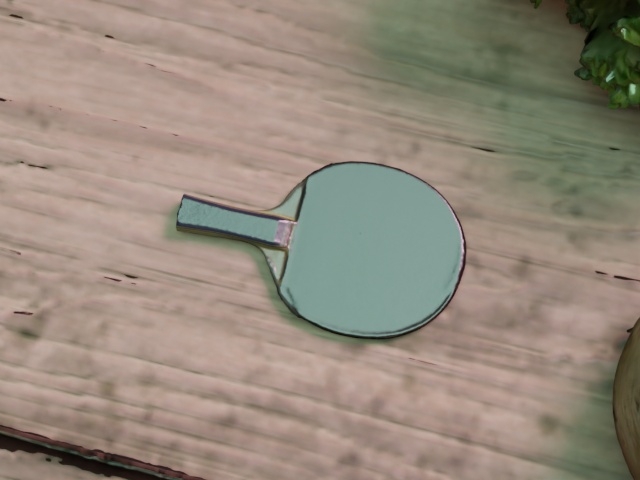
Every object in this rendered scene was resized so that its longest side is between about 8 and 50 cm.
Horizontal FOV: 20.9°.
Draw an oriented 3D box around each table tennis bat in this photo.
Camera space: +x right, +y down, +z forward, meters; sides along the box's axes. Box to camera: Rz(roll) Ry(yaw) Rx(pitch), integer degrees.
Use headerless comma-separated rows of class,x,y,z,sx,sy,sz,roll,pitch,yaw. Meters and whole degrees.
table tennis bat,0.000,0.000,0.935,0.158,0.014,0.095,12,84,8

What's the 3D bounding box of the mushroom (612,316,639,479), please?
mushroom,0.265,0.079,0.799,0.253,0.189,0.195,-13,77,9

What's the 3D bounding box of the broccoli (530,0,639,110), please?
broccoli,0.156,-0.177,0.852,0.226,0.198,0.176,39,77,6
